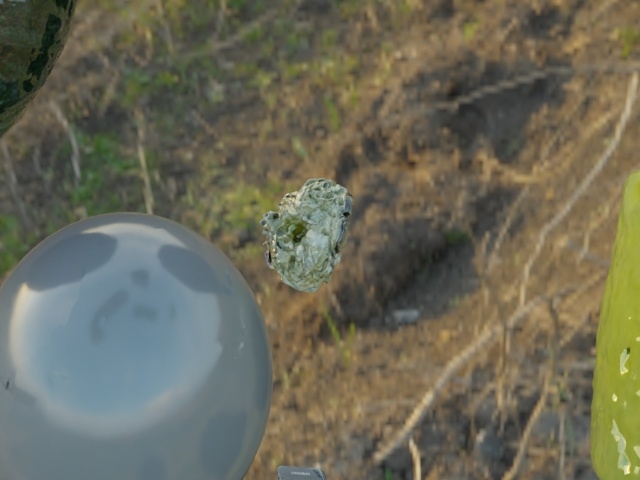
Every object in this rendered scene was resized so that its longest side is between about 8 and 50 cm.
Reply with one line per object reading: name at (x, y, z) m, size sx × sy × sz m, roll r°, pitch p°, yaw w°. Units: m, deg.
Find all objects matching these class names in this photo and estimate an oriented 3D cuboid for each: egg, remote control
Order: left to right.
egg at (-0.098, 0.076, 0.830) m, size 0.146 × 0.199 × 0.146 m, roll 9°, pitch 35°, yaw -7°
remote control at (-0.007, 0.195, 1.151) m, size 0.039 × 0.014 × 0.096 m, roll 9°, pitch 40°, yaw -25°

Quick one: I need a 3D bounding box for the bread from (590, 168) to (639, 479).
bread at (0.378, 0.098, 1.309) m, size 0.348 × 0.348 × 0.308 m, roll 14°, pitch 92°, yaw 17°

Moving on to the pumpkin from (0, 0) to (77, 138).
pumpkin at (-0.202, -0.130, 0.796) m, size 0.211 × 0.152 × 0.212 m, roll -28°, pitch 50°, yaw 41°

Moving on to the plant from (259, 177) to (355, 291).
plant at (0.000, 0.000, 1.770) m, size 0.116 × 0.122 × 0.104 m, roll -45°, pitch 63°, yaw 3°
